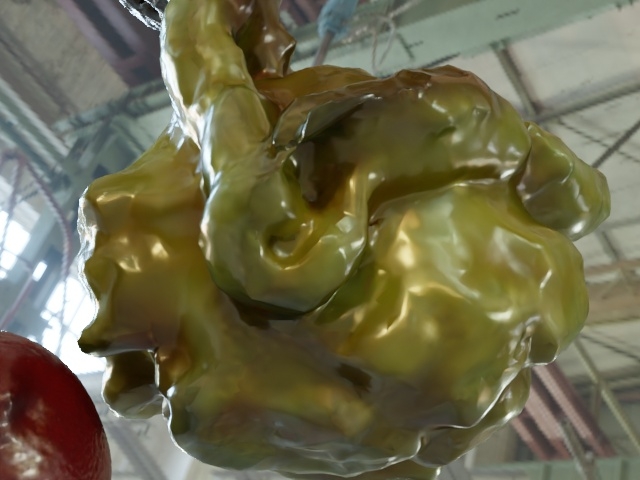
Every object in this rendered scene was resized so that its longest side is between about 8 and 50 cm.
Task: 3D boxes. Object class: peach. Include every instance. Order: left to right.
[{"bbox_3d":[-0.197,0.126,0.512,0.197,0.197,0.197,12,-39,10],"label":"peach"}]

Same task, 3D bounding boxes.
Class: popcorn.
[{"bbox_3d":[0.006,0.009,0.619,0.321,0.290,0.325,31,-9,-25],"label":"popcorn"}]

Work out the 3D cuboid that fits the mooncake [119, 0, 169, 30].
[{"bbox_3d":[-0.211,-0.379,1.401,0.228,0.124,0.228,29,-12,7],"label":"mooncake"}]
